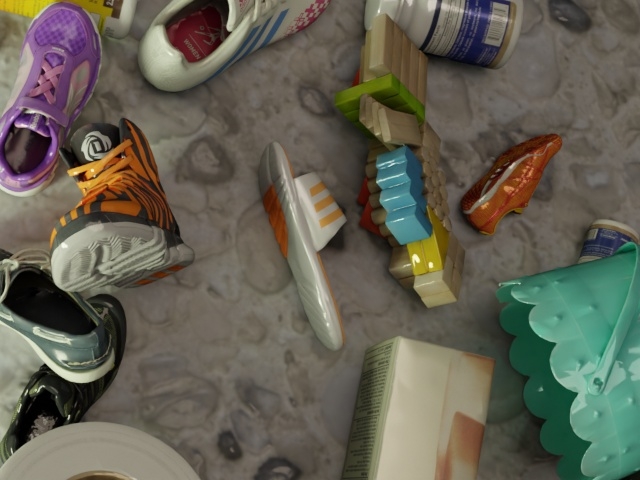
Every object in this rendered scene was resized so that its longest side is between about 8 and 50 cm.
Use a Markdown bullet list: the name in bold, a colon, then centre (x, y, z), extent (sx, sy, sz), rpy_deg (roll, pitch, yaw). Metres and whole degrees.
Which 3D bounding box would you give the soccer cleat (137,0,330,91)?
- **soccer cleat**: centre (-0.080, -0.296, 1.452), extent (0.331, 0.143, 0.116), rpy_deg (-40, 91, -19)

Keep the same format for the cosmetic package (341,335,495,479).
- **cosmetic package**: centre (0.103, 0.275, 1.384), extent (0.129, 0.153, 0.296), rpy_deg (15, 77, -11)

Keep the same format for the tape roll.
- **tape roll**: centre (-0.243, 0.333, 1.228), extent (0.246, 0.169, 0.246), rpy_deg (12, 54, -17)

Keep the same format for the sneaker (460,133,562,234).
- **sneaker**: centre (0.256, -0.076, 1.551), extent (0.175, 0.064, 0.067), rpy_deg (-43, 112, -13)

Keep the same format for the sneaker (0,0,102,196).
- **sneaker**: centre (-0.317, -0.159, 1.350), extent (0.095, 0.104, 0.236), rpy_deg (19, 94, -10)

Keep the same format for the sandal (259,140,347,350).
- **sandal**: centre (-0.003, 0.001, 1.443), extent (0.076, 0.102, 0.265), rpy_deg (-20, 93, -19)

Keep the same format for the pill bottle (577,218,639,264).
- **pill bottle**: centre (0.370, 0.038, 1.545), extent (0.067, 0.067, 0.120), rpy_deg (24, 74, -9)

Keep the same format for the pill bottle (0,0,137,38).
- **pill bottle**: centre (-0.323, -0.320, 1.406), extent (0.215, 0.117, 0.117), rpy_deg (12, 76, -12)

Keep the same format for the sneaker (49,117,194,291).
- **sneaker**: centre (-0.240, -0.046, 1.280), extent (0.125, 0.321, 0.180), rpy_deg (-23, 84, 1)

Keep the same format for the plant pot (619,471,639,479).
- **plant pot**: centre (0.425, 0.363, 1.446), extent (0.187, 0.188, 0.167), rpy_deg (17, 62, -11)

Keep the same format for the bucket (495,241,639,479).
- **bucket**: centre (0.338, 0.145, 1.387), extent (0.183, 0.281, 0.281), rpy_deg (-19, 84, -2)

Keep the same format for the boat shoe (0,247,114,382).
- **boat shoe**: centre (-0.327, 0.060, 1.296), extent (0.095, 0.079, 0.254), rpy_deg (-33, 56, -33)

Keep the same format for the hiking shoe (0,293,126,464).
- **hiking shoe**: centre (-0.280, 0.160, 1.322), extent (0.086, 0.114, 0.227), rpy_deg (28, 73, -9)

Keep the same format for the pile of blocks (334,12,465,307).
- **pile of blocks**: centre (0.078, -0.090, 1.461), extent (0.149, 0.113, 0.362), rpy_deg (7, 70, -57)

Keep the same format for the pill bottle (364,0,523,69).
- **pill bottle**: centre (0.158, -0.294, 1.532), extent (0.187, 0.112, 0.112), rpy_deg (11, 76, -13)
